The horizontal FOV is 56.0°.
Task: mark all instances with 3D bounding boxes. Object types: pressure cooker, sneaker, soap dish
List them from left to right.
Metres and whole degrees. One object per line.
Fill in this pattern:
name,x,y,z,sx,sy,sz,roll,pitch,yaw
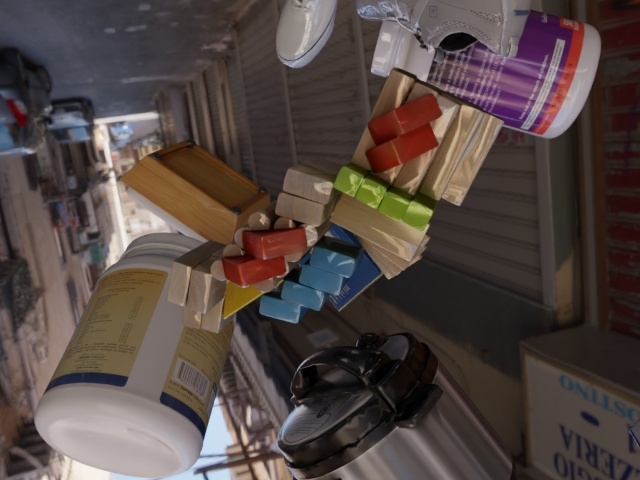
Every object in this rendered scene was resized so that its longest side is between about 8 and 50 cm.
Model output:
soap dish,-0.268,-0.107,1.369,0.291,0.118,0.229,34,-154,4
sneaker,-0.014,-0.406,0.950,0.094,0.258,0.091,25,-173,21
pressure cooker,0.122,0.384,1.181,0.370,0.420,0.375,-36,-176,15
sneaker,0.127,-0.271,0.717,0.105,0.115,0.281,-8,-160,-28

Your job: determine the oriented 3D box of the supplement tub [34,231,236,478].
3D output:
supplement tub,-0.256,0.165,0.909,0.229,0.228,0.316,-5,-135,16

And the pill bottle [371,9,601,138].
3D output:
pill bottle,0.252,-0.286,0.954,0.323,0.181,0.181,16,-166,3

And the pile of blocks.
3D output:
pile of blocks,0.000,0.000,0.536,0.362,0.149,0.112,-39,-178,22

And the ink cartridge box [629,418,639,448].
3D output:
ink cartridge box,0.694,0.321,0.997,0.072,0.307,0.303,22,-156,-8

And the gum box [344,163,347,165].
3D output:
gum box,0.092,-0.132,1.237,0.185,0.041,0.157,-19,172,31

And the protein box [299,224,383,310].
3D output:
protein box,0.074,0.038,1.596,0.136,0.199,0.201,-34,171,-46
